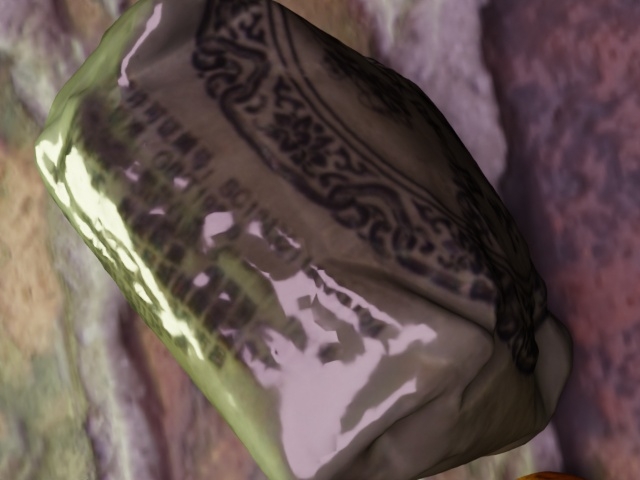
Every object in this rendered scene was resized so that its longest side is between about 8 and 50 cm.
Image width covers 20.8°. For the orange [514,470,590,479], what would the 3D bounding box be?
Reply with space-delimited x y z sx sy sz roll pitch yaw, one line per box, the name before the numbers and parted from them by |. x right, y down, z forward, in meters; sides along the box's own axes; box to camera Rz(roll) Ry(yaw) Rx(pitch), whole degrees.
orange | 0.114 0.153 0.850 0.083 0.083 0.084 0 89 16

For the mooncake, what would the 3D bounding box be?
mooncake | 0.003 -0.005 0.796 0.136 0.250 0.254 -44 77 13
